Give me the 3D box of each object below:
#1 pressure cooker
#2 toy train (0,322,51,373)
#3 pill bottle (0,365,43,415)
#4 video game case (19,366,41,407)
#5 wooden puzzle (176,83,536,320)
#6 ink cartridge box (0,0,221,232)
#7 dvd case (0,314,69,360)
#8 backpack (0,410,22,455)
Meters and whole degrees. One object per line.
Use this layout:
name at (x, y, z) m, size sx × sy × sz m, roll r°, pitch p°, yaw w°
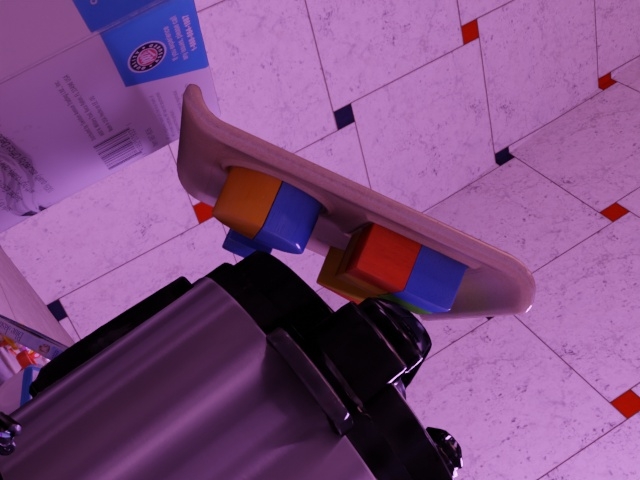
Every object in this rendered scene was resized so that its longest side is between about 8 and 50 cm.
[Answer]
pressure cooker at (-0.064, 0.221, 0.819) m, size 0.376 × 0.420 × 0.370 m, roll 60°, pitch -14°, yaw -25°
toy train at (-0.498, 0.195, 1.411) m, size 0.125 × 0.046 × 0.166 m, roll 56°, pitch -11°, yaw -2°
pill bottle at (-0.330, 0.235, 1.039) m, size 0.086 × 0.086 × 0.152 m, roll 34°, pitch -25°, yaw 55°
video game case at (-0.293, 0.224, 0.999) m, size 0.166 × 0.015 × 0.119 m, roll 36°, pitch 47°, yaw -57°
wooden puzzle at (0.000, 0.000, 0.841) m, size 0.347 × 0.081 × 0.322 m, roll 29°, pitch -11°, yaw -6°
ink cartridge box at (-0.315, -0.143, 0.813) m, size 0.166 × 0.394 × 0.285 m, roll 58°, pitch -9°, yaw 11°
dvd case at (-0.402, 0.160, 1.255) m, size 0.253 × 0.022 × 0.180 m, roll 18°, pitch -15°, yaw 33°
backpack at (-0.222, 0.069, 0.357) m, size 0.158 × 0.116 × 0.173 m, roll 55°, pitch -14°, yaw 1°
